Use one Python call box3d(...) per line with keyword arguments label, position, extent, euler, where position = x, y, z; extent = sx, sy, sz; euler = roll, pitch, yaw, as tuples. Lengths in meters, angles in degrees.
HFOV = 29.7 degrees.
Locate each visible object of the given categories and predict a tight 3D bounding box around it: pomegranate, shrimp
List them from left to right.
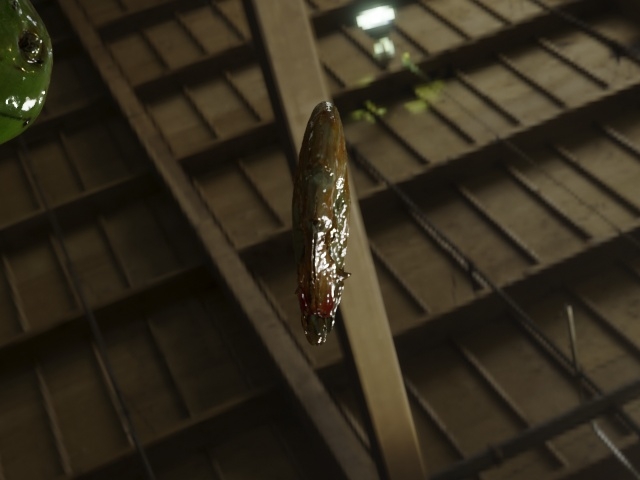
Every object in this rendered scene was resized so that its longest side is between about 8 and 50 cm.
box3d(label="pomegranate", position=(-0.462, -0.223, 1.466), extent=(0.270, 0.254, 0.254), euler=(1, -145, 11))
box3d(label="shrimp", position=(-0.001, 0.000, 1.231), extent=(0.062, 0.294, 0.154), euler=(1, -143, 5))
